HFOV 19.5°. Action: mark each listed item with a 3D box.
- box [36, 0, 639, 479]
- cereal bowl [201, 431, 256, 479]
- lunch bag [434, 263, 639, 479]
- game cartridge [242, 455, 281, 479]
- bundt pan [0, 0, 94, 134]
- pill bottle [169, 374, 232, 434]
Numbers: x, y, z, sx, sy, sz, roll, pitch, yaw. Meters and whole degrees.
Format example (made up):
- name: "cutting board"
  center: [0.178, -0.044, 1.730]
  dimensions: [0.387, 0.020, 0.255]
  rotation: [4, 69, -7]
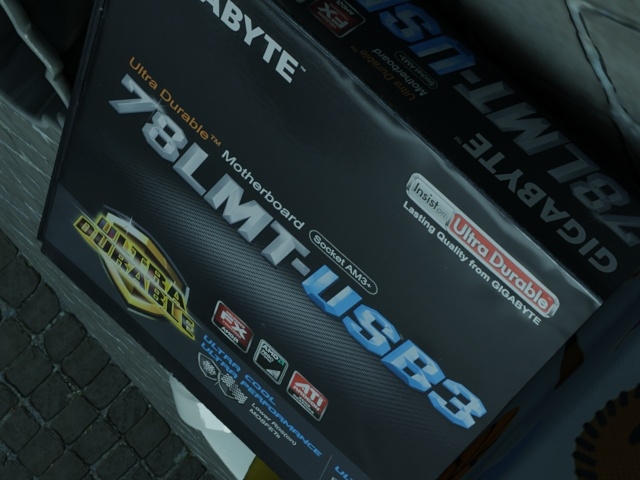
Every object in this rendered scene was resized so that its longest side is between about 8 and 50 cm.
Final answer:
- name: "box"
  center: [0.000, 0.000, 0.909]
  dimensions: [0.295, 0.073, 0.293]
  rotation: [43, 146, 13]
- name: "cereal bowl"
  center: [0.062, 0.213, 1.538]
  dimensions: [0.339, 0.141, 0.339]
  rotation: [42, 169, 10]
- name: "lunch bag"
  center: [0.198, 0.185, 0.540]
  dimensions: [0.385, 0.328, 0.239]
  rotation: [46, 167, 2]
- name: "game cartridge"
  center: [0.079, 0.211, 1.168]
  dimensions: [0.285, 0.052, 0.323]
  rotation: [18, -172, 3]
- name: "bundt pan"
  center: [-0.206, -0.214, 1.016]
  dimensions: [0.331, 0.124, 0.331]
  rotation: [43, 168, 12]
- name: "pill bottle"
  center: [-0.063, 0.008, 1.138]
  dimensions: [0.117, 0.118, 0.208]
  rotation: [30, 136, 50]
